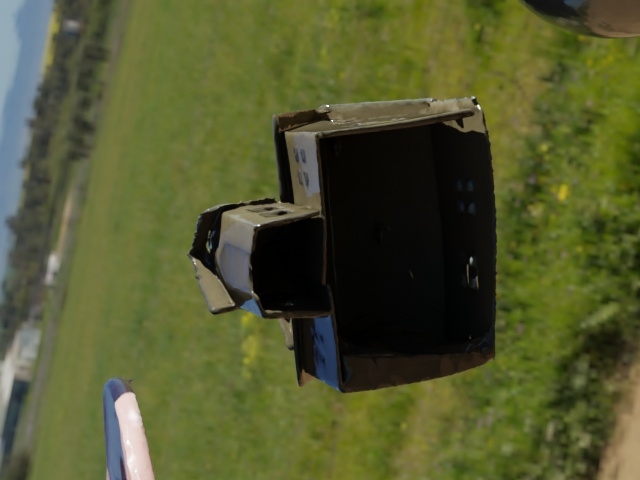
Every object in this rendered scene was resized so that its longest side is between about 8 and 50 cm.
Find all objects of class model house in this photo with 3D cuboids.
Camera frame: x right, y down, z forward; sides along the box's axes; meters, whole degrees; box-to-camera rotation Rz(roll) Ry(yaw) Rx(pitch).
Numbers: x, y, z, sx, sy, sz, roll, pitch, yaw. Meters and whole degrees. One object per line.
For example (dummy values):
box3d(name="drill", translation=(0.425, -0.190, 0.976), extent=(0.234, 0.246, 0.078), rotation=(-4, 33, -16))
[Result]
box3d(name="model house", translation=(0.000, 0.000, 1.169), extent=(0.243, 0.204, 0.211), rotation=(-164, 69, -71))

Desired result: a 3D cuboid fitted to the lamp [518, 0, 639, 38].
box3d(name="lamp", translation=(0.133, -0.257, 0.950), extent=(0.182, 0.314, 0.182), rotation=(-56, 5, 8))

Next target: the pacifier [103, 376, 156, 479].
box3d(name="pacifier", translation=(-0.095, 0.231, 0.973), extent=(0.273, 0.220, 0.332), rotation=(-41, -22, -31))
